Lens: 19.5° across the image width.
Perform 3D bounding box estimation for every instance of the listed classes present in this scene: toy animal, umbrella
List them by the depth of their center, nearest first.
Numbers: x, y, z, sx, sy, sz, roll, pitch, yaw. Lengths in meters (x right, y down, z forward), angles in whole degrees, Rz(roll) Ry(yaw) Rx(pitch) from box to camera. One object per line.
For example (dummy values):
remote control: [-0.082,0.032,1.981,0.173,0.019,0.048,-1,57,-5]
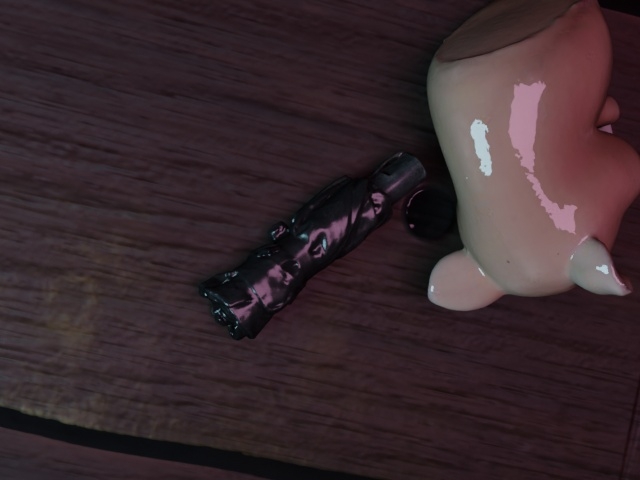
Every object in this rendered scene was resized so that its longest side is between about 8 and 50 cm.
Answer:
toy animal: [0.189,-0.085,1.668,0.213,0.195,0.256,-33,108,-51]
umbrella: [0.000,0.000,1.676,0.236,0.059,0.066,-37,123,-13]
